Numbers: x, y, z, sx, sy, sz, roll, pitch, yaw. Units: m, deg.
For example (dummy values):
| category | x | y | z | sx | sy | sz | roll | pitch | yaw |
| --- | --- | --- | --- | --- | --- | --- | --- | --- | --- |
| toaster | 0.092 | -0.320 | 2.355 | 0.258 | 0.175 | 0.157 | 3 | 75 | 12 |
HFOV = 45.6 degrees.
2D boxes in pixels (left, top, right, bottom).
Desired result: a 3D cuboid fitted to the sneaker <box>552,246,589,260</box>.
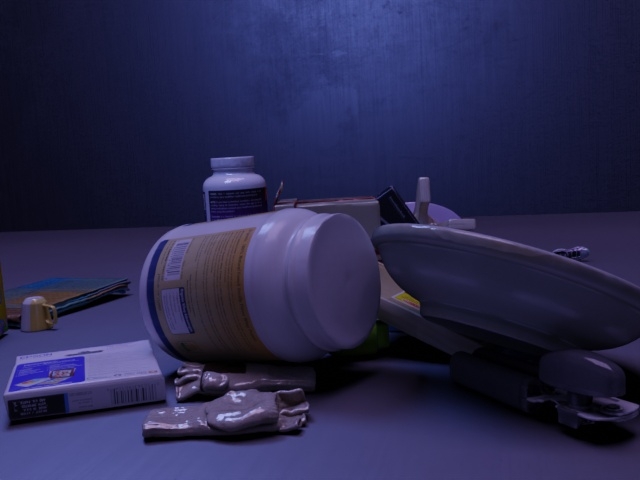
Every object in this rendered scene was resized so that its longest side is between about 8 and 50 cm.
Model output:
| category | x | y | z | sx | sy | sz | roll | pitch | yaw |
| --- | --- | --- | --- | --- | --- | --- | --- | --- | --- |
| sneaker | 0.654 | 0.041 | 2.008 | 0.098 | 0.038 | 0.069 | -10 | 4 | 34 |

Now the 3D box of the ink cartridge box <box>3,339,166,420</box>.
| category | x | y | z | sx | sy | sz | roll | pitch | yaw |
| --- | --- | --- | --- | --- | --- | --- | --- | --- | --- |
| ink cartridge box | -0.339 | 0.198 | 1.106 | 0.206 | 0.045 | 0.208 | -5 | 8 | -17 |

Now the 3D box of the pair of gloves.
| category | x | y | z | sx | sy | sz | roll | pitch | yaw |
| --- | --- | --- | --- | --- | --- | --- | --- | --- | --- |
| pair of gloves | -0.111 | 0.200 | 1.002 | 0.204 | 0.042 | 0.240 | -2 | 8 | 5 |

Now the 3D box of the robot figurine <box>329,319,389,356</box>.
| category | x | y | z | sx | sy | sz | roll | pitch | yaw |
| --- | --- | --- | --- | --- | --- | --- | --- | --- | --- |
| robot figurine | 0.051 | 0.152 | 1.219 | 0.115 | 0.067 | 0.101 | -3 | 8 | 0 |

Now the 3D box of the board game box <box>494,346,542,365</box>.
| category | x | y | z | sx | sy | sz | roll | pitch | yaw |
| --- | --- | --- | --- | --- | --- | --- | --- | --- | --- |
| board game box | 0.291 | 0.176 | 1.102 | 0.090 | 0.020 | 0.090 | -1 | 7 | 24 |

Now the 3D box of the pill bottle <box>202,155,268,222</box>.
| category | x | y | z | sx | sy | sz | roll | pitch | yaw |
| --- | --- | --- | --- | --- | --- | --- | --- | --- | --- |
| pill bottle | -0.239 | -0.076 | 2.170 | 0.182 | 0.322 | 0.181 | -3 | 7 | 0 |

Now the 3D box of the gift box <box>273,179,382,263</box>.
| category | x | y | z | sx | sy | sz | roll | pitch | yaw |
| --- | --- | --- | --- | --- | --- | --- | --- | --- | --- |
| gift box | 0.000 | 0.000 | 1.694 | 0.258 | 0.276 | 0.255 | -5 | 2 | 0 |

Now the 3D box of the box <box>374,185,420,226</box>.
| category | x | y | z | sx | sy | sz | roll | pitch | yaw |
| --- | --- | --- | --- | --- | --- | --- | --- | --- | --- |
| box | 0.135 | -0.014 | 1.860 | 0.207 | 0.153 | 0.108 | -34 | 4 | 5 |

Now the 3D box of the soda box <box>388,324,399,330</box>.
| category | x | y | z | sx | sy | sz | roll | pitch | yaw |
| --- | --- | --- | --- | --- | --- | --- | --- | --- | --- |
| soda box | 0.227 | 0.122 | 1.369 | 0.210 | 0.071 | 0.067 | -2 | 8 | 13 |

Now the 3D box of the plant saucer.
| category | x | y | z | sx | sy | sz | roll | pitch | yaw |
| --- | --- | --- | --- | --- | --- | --- | --- | --- | --- |
| plant saucer | 0.251 | 0.087 | 1.037 | 0.401 | 0.100 | 0.400 | 18 | -7 | 2 |

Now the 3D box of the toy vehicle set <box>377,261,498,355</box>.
| category | x | y | z | sx | sy | sz | roll | pitch | yaw |
| --- | --- | --- | --- | --- | --- | --- | --- | --- | --- |
| toy vehicle set | 0.164 | 0.111 | 1.246 | 0.267 | 0.035 | 0.166 | 24 | 18 | 25 |

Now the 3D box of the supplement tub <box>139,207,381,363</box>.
| category | x | y | z | sx | sy | sz | roll | pitch | yaw |
| --- | --- | --- | --- | --- | --- | --- | --- | --- | --- |
| supplement tub | -0.091 | 0.072 | 1.155 | 0.316 | 0.228 | 0.228 | -7 | 4 | 35 |

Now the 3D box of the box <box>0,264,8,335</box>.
| category | x | y | z | sx | sy | sz | roll | pitch | yaw |
| --- | --- | --- | --- | --- | --- | --- | --- | --- | --- |
| box | -0.759 | 0.125 | 1.367 | 0.290 | 0.177 | 0.279 | -4 | 8 | -5 |

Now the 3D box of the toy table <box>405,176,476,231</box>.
| category | x | y | z | sx | sy | sz | roll | pitch | yaw |
| --- | --- | --- | --- | --- | --- | --- | --- | --- | --- |
| toy table | 0.264 | -0.026 | 2.020 | 0.274 | 0.252 | 0.161 | -13 | -9 | -5 |

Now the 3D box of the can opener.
| category | x | y | z | sx | sy | sz | roll | pitch | yaw |
| --- | --- | --- | --- | --- | --- | --- | --- | --- | --- |
| can opener | 0.265 | 0.160 | 0.938 | 0.076 | 0.095 | 0.283 | -6 | 8 | -26 |

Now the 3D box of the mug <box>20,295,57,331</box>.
| category | x | y | z | sx | sy | sz | roll | pitch | yaw |
| --- | --- | --- | --- | --- | --- | --- | --- | --- | --- |
| mug | -0.573 | 0.148 | 1.553 | 0.078 | 0.064 | 0.062 | -4 | 6 | -8 |

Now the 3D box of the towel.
| category | x | y | z | sx | sy | sz | roll | pitch | yaw |
| --- | --- | --- | --- | --- | --- | --- | --- | --- | --- |
| towel | -0.661 | 0.141 | 1.772 | 0.272 | 0.040 | 0.370 | -1 | 9 | 24 |
